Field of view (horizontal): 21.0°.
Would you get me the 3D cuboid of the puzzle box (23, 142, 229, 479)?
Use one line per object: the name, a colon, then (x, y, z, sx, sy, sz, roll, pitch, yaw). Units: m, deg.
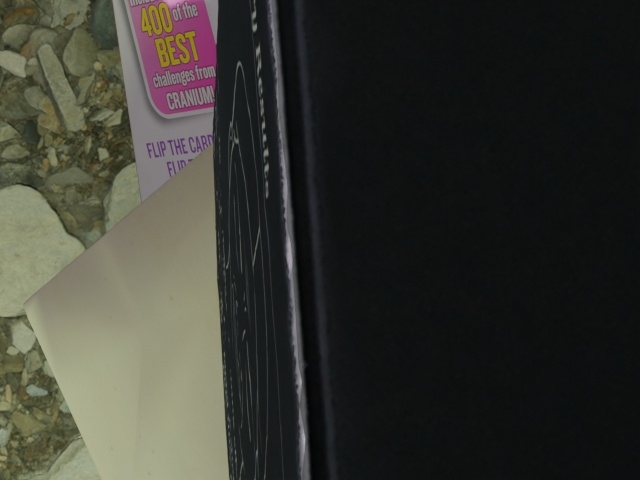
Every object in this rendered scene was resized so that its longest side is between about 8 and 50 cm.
puzzle box: (-0.002, 0.163, 0.910, 0.272, 0.052, 0.409, -33, 80, 49)

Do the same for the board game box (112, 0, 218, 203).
board game box: (0.000, 0.000, 0.934, 0.242, 0.064, 0.317, 11, 113, 46)

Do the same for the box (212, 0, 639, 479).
box: (0.077, 0.029, 0.557, 0.395, 0.212, 0.294, 104, 162, -75)
